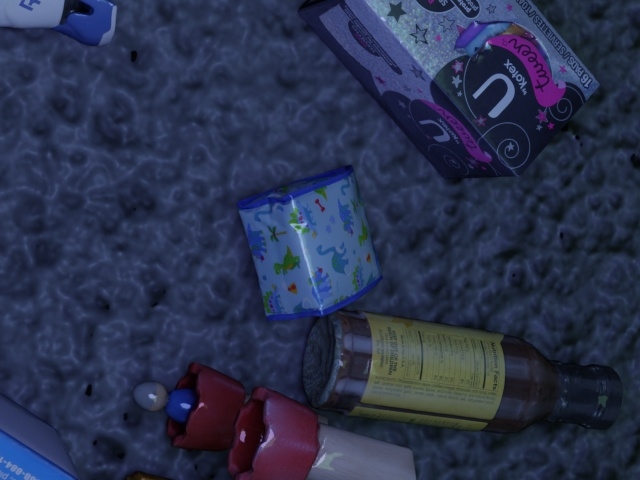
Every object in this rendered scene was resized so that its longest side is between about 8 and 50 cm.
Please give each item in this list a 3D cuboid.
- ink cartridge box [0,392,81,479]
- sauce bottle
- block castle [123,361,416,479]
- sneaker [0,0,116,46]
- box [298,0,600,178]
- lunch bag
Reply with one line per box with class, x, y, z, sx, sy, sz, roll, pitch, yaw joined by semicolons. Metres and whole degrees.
ink cartridge box;-0.437;0.270;1.194;0.285;0.166;0.395;38;87;-22
sauce bottle;0.154;0.146;1.481;0.344;0.111;0.111;11;89;-22
block castle;-0.109;0.349;1.289;0.213;0.303;0.453;18;86;-20
sneaker;-0.288;-0.330;1.278;0.182;0.127;0.315;-7;97;-22
box;0.127;-0.193;1.422;0.247;0.163;0.142;46;76;-16
lunch bag;0.000;0.000;1.424;0.151;0.096;0.129;-24;103;-48
